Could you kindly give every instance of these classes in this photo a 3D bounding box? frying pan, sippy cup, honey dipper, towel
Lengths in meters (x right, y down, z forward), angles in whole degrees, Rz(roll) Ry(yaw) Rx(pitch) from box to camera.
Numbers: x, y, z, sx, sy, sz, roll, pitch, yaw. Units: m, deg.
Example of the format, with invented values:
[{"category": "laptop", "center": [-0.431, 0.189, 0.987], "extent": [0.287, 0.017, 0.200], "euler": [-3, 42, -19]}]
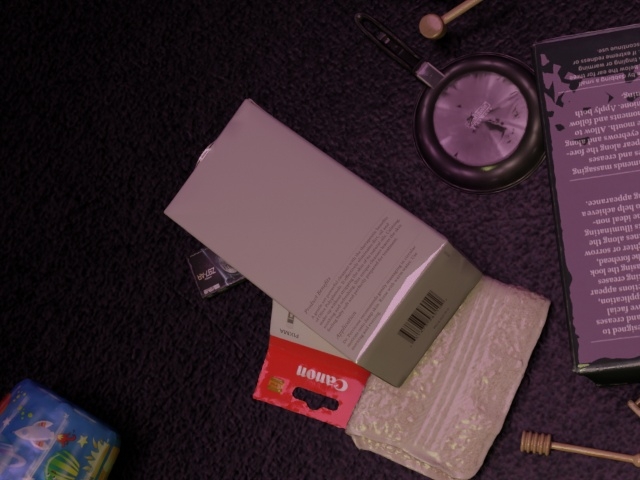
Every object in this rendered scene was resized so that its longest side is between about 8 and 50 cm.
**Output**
[{"category": "frying pan", "center": [0.193, -0.220, 1.946], "extent": [0.197, 0.053, 0.326], "euler": [-27, 79, 9]}, {"category": "sippy cup", "center": [-0.393, 0.319, 1.936], "extent": [0.305, 0.240, 0.224], "euler": [33, 80, -5]}, {"category": "honey dipper", "center": [0.340, 0.271, 1.838], "extent": [0.161, 0.030, 0.030], "euler": [8, 83, 12]}, {"category": "towel", "center": [0.165, 0.169, 1.863], "extent": [0.187, 0.049, 0.282], "euler": [23, 88, -1]}]

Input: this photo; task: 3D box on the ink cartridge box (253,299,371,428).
[{"category": "ink cartridge box", "center": [0.014, 0.132, 1.934], "extent": [0.181, 0.056, 0.224], "euler": [17, 84, 17]}]

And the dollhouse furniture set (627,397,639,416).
[{"category": "dollhouse furniture set", "center": [0.424, 0.259, 1.734], "extent": [0.101, 0.182, 0.161], "euler": [-45, 74, 5]}]

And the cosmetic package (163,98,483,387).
[{"category": "cosmetic package", "center": [0.000, 0.000, 1.837], "extent": [0.365, 0.155, 0.197], "euler": [38, 91, 31]}]

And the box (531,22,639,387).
[{"category": "box", "center": [0.398, -0.034, 1.729], "extent": [0.212, 0.293, 0.395], "euler": [-8, 80, 14]}]

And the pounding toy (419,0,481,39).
[{"category": "pounding toy", "center": [0.177, -0.375, 1.953], "extent": [0.181, 0.094, 0.206], "euler": [15, 95, 12]}]

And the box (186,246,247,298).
[{"category": "box", "center": [-0.140, 0.036, 2.006], "extent": [0.083, 0.018, 0.067], "euler": [-25, 75, 10]}]
